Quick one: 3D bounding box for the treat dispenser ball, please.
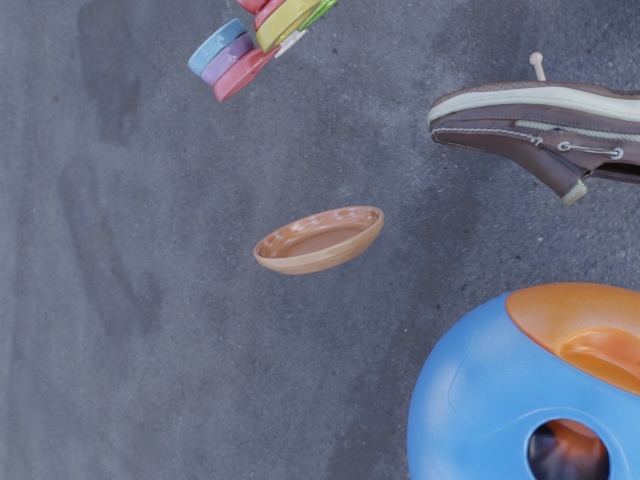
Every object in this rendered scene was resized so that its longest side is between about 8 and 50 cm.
[{"bbox_3d":[0.219,0.179,0.410,0.289,0.288,0.287,5,99,33],"label":"treat dispenser ball"}]

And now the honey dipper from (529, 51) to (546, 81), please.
[{"bbox_3d":[0.326,-0.197,0.693,0.031,0.031,0.160,-17,77,34],"label":"honey dipper"}]

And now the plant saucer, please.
[{"bbox_3d":[0.000,0.000,0.723,0.200,0.200,0.037,-5,110,34],"label":"plant saucer"}]

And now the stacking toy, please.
[{"bbox_3d":[-0.103,-0.411,0.875,0.130,0.279,0.309,49,141,-15],"label":"stacking toy"}]

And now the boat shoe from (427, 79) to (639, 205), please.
[{"bbox_3d":[0.217,-0.079,0.418,0.258,0.095,0.095,8,89,26],"label":"boat shoe"}]
